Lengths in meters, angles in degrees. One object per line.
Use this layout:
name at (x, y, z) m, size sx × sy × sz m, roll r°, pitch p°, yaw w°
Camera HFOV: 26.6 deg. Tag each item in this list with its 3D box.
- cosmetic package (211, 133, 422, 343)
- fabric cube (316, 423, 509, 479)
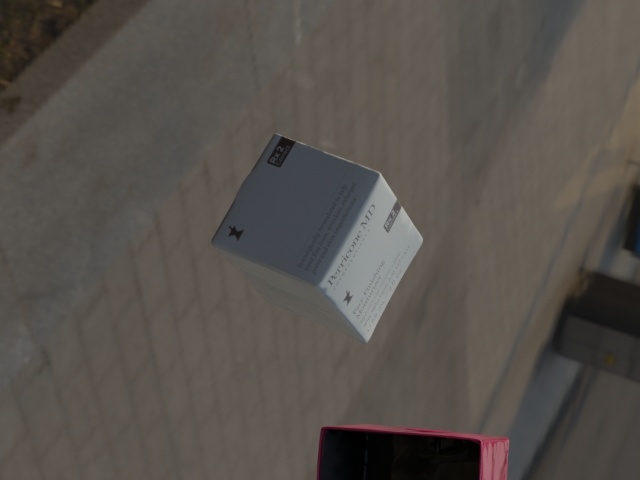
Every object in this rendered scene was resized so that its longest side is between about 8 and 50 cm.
cosmetic package at (0.000, 0.000, 1.559) m, size 0.151 × 0.151 × 0.183 m, roll -61°, pitch 152°, yaw -13°
fabric cube at (0.146, 0.425, 2.124) m, size 0.258 × 0.254 × 0.259 m, roll 25°, pitch 68°, yaw -72°
